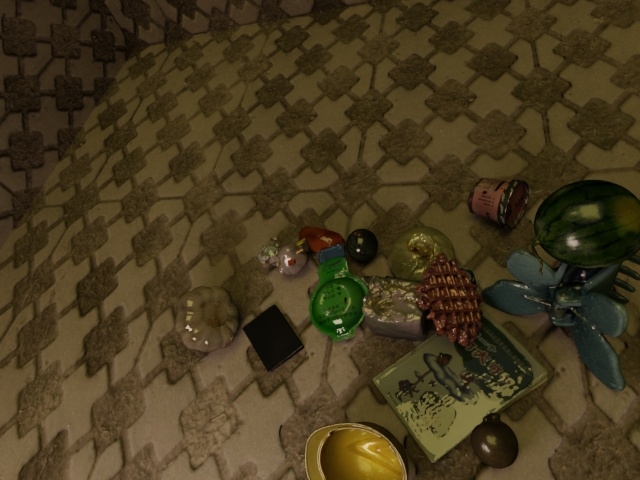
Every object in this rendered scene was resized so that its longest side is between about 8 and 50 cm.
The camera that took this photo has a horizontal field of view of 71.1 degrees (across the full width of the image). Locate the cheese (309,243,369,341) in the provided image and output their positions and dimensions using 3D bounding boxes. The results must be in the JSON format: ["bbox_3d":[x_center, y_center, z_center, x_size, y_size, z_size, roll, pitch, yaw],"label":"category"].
[{"bbox_3d":[0.051,0.156,1.395,0.204,0.083,0.320,-20,54,19],"label":"cheese"}]

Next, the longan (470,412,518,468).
[{"bbox_3d":[0.404,0.464,1.042,0.106,0.106,0.119,-4,71,17],"label":"longan"}]

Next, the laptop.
[{"bbox_3d":[-0.152,0.306,1.414,0.135,0.016,0.197,-35,50,-7],"label":"laptop"}]

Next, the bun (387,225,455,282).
[{"bbox_3d":[0.307,0.043,1.371,0.223,0.127,0.222,-9,50,11],"label":"bun"}]

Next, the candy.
[{"bbox_3d":[0.210,0.192,1.262,0.185,0.195,0.137,7,63,19],"label":"candy"}]

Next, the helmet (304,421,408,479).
[{"bbox_3d":[0.106,0.525,1.083,0.257,0.140,0.204,-2,86,29],"label":"helmet"}]

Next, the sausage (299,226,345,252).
[{"bbox_3d":[0.000,0.000,1.537,0.180,0.089,0.089,12,60,25],"label":"sausage"}]

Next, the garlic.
[{"bbox_3d":[-0.379,0.262,1.448,0.212,0.219,0.218,-27,38,50],"label":"garlic"}]

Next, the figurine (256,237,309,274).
[{"bbox_3d":[-0.121,0.054,1.530,0.229,0.111,0.137,4,52,37],"label":"figurine"}]

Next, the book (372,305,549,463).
[{"bbox_3d":[0.358,0.361,1.175,0.371,0.043,0.260,-34,50,-7],"label":"book"}]

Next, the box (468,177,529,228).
[{"bbox_3d":[0.552,-0.126,1.399,0.135,0.151,0.151,24,66,40],"label":"box"}]

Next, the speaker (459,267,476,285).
[{"bbox_3d":[0.409,0.131,1.304,0.094,0.075,0.060,-49,54,-6],"label":"speaker"}]

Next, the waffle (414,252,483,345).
[{"bbox_3d":[0.351,0.158,1.185,0.056,0.234,0.221,-28,18,49],"label":"waffle"}]

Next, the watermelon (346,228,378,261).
[{"bbox_3d":[0.134,0.022,1.454,0.105,0.105,0.133,-12,31,11],"label":"watermelon"}]

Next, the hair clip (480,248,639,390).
[{"bbox_3d":[0.633,0.107,1.095,0.238,0.318,0.392,-40,51,-14],"label":"hair clip"}]

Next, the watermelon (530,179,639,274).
[{"bbox_3d":[0.568,-0.049,0.955,0.232,0.127,0.203,-10,54,16],"label":"watermelon"}]
